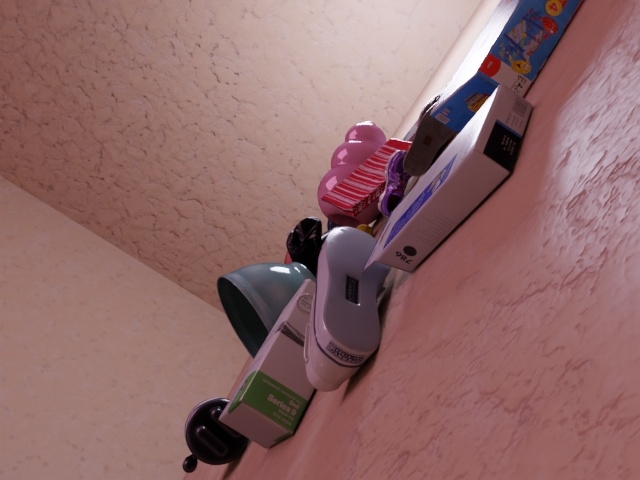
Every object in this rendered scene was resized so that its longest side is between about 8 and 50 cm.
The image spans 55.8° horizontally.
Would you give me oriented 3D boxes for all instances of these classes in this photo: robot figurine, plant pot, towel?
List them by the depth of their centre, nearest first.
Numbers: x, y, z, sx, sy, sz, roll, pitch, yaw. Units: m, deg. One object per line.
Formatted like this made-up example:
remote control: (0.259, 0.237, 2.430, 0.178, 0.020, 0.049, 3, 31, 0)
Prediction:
plant pot: (-0.102, 0.174, 1.529, 0.196, 0.293, 0.293, -29, -10, -24)
towel: (0.143, -0.177, 1.624, 0.275, 0.031, 0.199, -40, 27, -9)
robot figurine: (-0.278, 0.515, 1.635, 0.278, 0.209, 0.174, 131, 129, -70)

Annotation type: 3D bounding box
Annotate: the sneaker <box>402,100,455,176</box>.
sneaker: (0.268, -0.265, 1.420, 0.222, 0.083, 0.118, -57, 2, 38)

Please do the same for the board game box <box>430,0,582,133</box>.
board game box: (0.343, -0.359, 1.083, 0.302, 0.086, 0.308, -58, 3, -1)

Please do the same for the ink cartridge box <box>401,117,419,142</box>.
ink cartridge box: (0.248, -0.241, 1.812, 0.239, 0.060, 0.275, -58, 2, -27)

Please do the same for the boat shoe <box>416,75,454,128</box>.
boat shoe: (0.312, -0.338, 1.532, 0.219, 0.077, 0.070, -53, 4, 42)

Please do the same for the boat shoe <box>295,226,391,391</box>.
boat shoe: (0.033, 0.119, 1.028, 0.156, 0.135, 0.367, -60, 11, 29)

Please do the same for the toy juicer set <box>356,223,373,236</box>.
toy juicer set: (0.061, 0.036, 1.693, 0.209, 0.089, 0.329, -58, 2, 2)

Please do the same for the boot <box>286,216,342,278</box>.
boot: (0.000, 0.000, 1.752, 0.246, 0.094, 0.207, -45, -25, -26)

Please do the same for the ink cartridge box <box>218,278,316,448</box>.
ink cartridge box: (-0.067, 0.250, 1.225, 0.289, 0.121, 0.211, -59, 3, -31)

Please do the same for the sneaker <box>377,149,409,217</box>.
sneaker: (0.194, -0.138, 1.498, 0.071, 0.068, 0.170, -124, 44, -72)

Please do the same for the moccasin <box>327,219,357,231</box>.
moccasin: (0.134, -0.162, 2.182, 0.342, 0.137, 0.117, -59, 7, -10)

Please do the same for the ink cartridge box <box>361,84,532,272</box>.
ink cartridge box: (0.183, -0.068, 0.922, 0.165, 0.065, 0.333, -60, 5, -38)

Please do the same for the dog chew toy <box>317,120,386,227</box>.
dog chew toy: (0.113, -0.209, 1.830, 0.206, 0.206, 0.332, 129, 156, -70)

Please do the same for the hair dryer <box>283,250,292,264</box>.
hair dryer: (-0.092, 0.147, 1.967, 0.223, 0.080, 0.294, 140, 134, -76)
